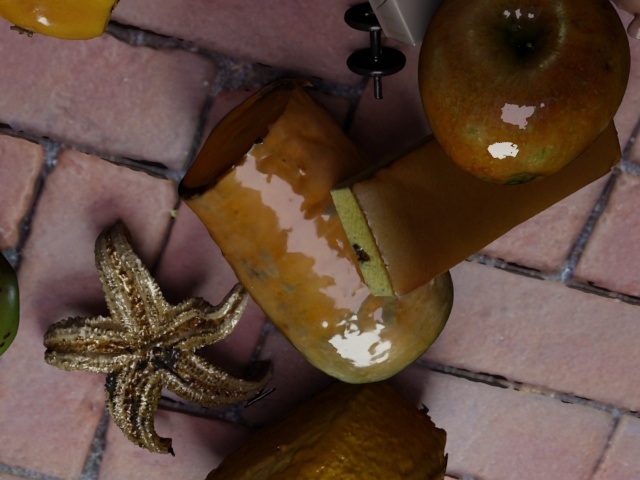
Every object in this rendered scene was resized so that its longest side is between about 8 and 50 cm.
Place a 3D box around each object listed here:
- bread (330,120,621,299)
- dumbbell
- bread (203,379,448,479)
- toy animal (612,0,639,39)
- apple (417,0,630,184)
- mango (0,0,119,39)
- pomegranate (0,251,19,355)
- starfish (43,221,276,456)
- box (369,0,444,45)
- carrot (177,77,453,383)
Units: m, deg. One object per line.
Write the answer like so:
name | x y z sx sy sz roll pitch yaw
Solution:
bread | 0.183 -0.076 1.830 0.361 0.077 0.138 -30 103 -27
dumbbell | 0.062 -0.228 1.849 0.069 0.069 0.147 -4 120 -1
bread | -0.013 0.324 2.046 0.358 0.337 0.204 -38 91 16
toy animal | 0.392 -0.367 1.712 0.213 0.195 0.256 -24 145 -25
apple | 0.214 -0.171 1.720 0.237 0.237 0.207 -6 156 1
mango | -0.317 -0.330 1.735 0.257 0.138 0.187 27 127 -14
pomegranate | -0.441 0.094 1.927 0.181 0.224 0.181 -6 122 -9
starfish | -0.188 0.129 2.029 0.303 0.113 0.312 33 123 -17
box | 0.095 -0.350 1.745 0.155 0.067 0.243 -37 120 -14
carrot | 0.000 0.000 1.896 0.224 0.224 0.341 -36 112 17
